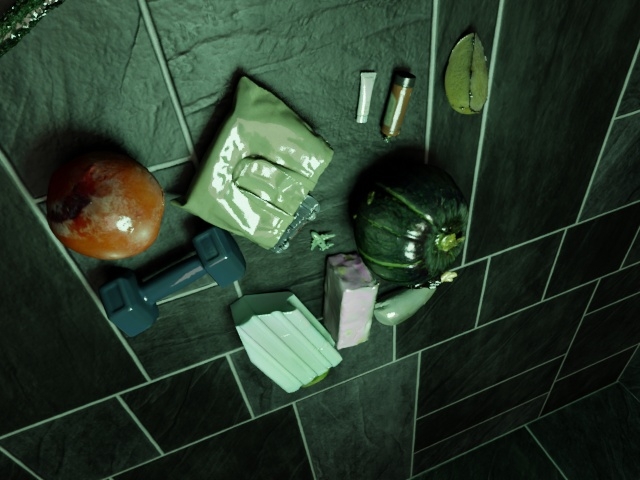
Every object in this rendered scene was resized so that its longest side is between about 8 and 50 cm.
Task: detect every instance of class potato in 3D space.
[{"bbox_3d":[0.337,-0.383,1.059,0.100,0.089,0.172,-9,100,-45],"label":"potato"}]

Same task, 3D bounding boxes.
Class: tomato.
[{"bbox_3d":[-0.408,-0.066,0.849,0.208,0.208,0.184,-52,149,19],"label":"tomato"}]

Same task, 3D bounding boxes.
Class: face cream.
[{"bbox_3d":[0.101,-0.324,1.017,0.038,0.020,0.115,-7,126,-20],"label":"face cream"}]

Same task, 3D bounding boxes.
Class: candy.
[{"bbox_3d":[0.082,0.178,1.324,0.115,0.156,0.265,-12,131,-19],"label":"candy"}]

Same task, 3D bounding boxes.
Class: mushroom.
[{"bbox_3d":[0.297,0.183,1.479,0.270,0.103,0.118,-36,139,-9],"label":"mushroom"}]

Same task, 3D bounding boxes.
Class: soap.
[{"bbox_3d":[-0.110,0.288,1.321,0.208,0.115,0.347,-34,126,4],"label":"soap"}]

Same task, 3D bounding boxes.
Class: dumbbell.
[{"bbox_3d":[-0.341,0.088,1.054,0.324,0.144,0.160,-29,132,-2],"label":"dumbbell"}]

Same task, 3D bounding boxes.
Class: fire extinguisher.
[{"bbox_3d":[0.177,-0.302,1.055,0.062,0.050,0.177,-41,151,-48],"label":"fire extinguisher"}]

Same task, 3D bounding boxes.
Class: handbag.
[{"bbox_3d":[-0.138,-0.149,0.970,0.253,0.109,0.316,28,107,-22],"label":"handbag"}]

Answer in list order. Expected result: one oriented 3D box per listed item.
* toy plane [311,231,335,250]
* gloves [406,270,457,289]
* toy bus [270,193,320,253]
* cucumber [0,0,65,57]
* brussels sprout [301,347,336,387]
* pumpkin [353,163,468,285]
[{"bbox_3d":[0.000,0.002,1.224,0.080,0.033,0.083,-30,135,20],"label":"toy plane"},{"bbox_3d":[0.316,0.095,1.369,0.203,0.165,0.124,29,138,-17],"label":"gloves"},{"bbox_3d":[-0.082,-0.055,1.106,0.079,0.077,0.174,34,106,-35],"label":"toy bus"},{"bbox_3d":[-0.475,-0.345,0.704,0.256,0.043,0.044,-37,128,7],"label":"cucumber"},{"bbox_3d":[-0.020,0.427,1.523,0.139,0.100,0.181,11,105,-51],"label":"brussels sprout"},{"bbox_3d":[0.235,-0.040,1.161,0.323,0.241,0.324,-20,126,-29],"label":"pumpkin"}]
